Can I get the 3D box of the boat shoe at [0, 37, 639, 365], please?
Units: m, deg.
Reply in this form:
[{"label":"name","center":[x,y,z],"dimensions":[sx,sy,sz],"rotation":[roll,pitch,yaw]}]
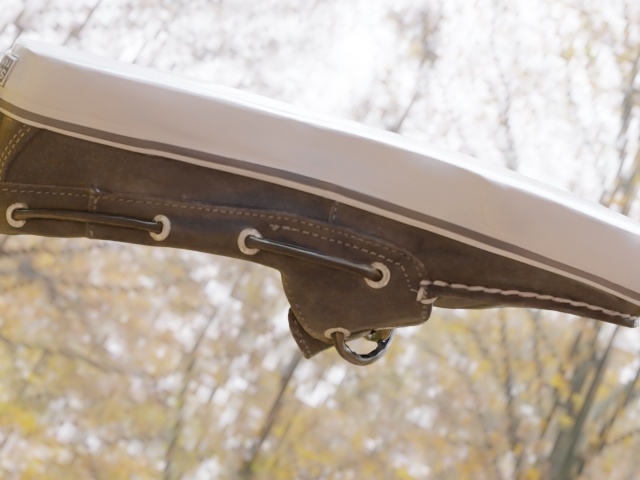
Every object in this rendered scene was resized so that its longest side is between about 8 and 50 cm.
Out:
[{"label":"boat shoe","center":[0.000,0.000,0.628],"dimensions":[0.229,0.076,0.080],"rotation":[15,7,-2]}]
